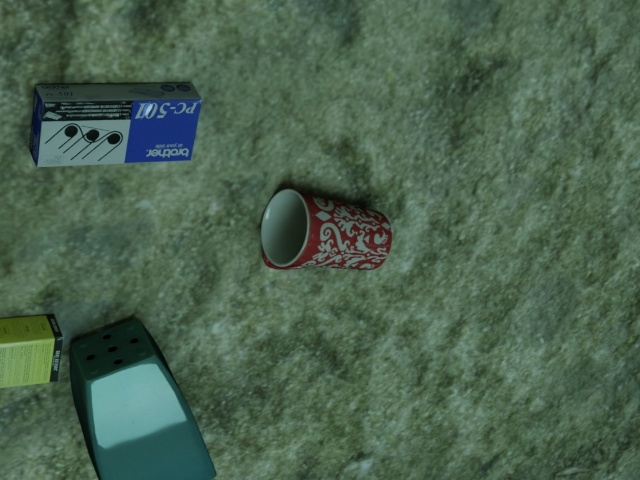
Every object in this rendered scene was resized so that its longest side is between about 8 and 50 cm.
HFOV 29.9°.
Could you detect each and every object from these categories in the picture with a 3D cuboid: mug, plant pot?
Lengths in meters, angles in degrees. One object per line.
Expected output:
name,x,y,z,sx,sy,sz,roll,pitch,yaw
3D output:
mug,0.002,-0.010,1.774,0.169,0.150,0.113,7,85,-38
plant pot,-0.278,0.247,1.772,0.166,0.165,0.234,-20,124,-14

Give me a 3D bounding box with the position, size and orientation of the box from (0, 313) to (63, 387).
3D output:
box,-0.478,0.160,1.655,0.232,0.058,0.087,-5,127,-26

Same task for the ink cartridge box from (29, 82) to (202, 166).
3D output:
ink cartridge box,-0.262,-0.149,1.536,0.207,0.046,0.097,-4,128,-27
